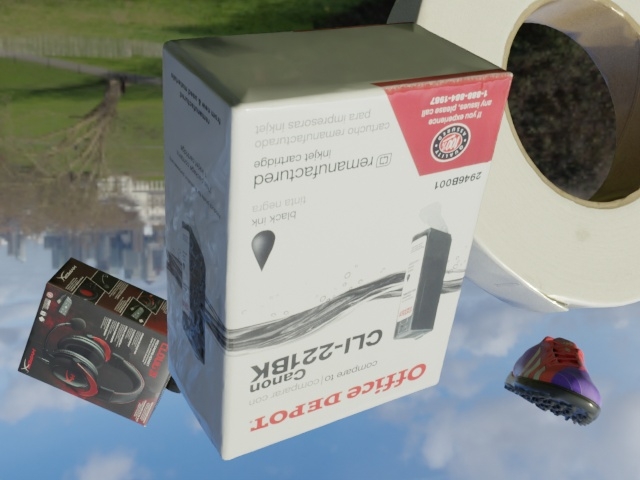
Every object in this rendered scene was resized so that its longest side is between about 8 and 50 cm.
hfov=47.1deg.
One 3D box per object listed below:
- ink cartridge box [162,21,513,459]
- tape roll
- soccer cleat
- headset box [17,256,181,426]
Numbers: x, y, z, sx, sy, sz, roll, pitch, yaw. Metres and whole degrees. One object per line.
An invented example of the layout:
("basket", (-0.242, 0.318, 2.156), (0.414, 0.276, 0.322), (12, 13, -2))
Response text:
("ink cartridge box", (0.000, 0.000, 0.524), (0.197, 0.272, 0.114), (-13, -142, -27))
("tape roll", (0.236, -0.125, 0.701), (0.392, 0.392, 0.072), (-1, 175, -24))
("soccer cleat", (0.351, 0.195, 1.092), (0.109, 0.116, 0.318), (30, 176, 9))
("headset box", (-0.382, 0.197, 1.374), (0.293, 0.218, 0.110), (26, -155, -5))
